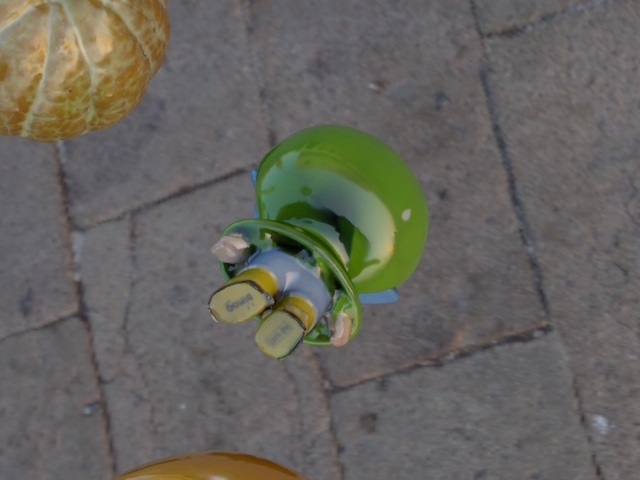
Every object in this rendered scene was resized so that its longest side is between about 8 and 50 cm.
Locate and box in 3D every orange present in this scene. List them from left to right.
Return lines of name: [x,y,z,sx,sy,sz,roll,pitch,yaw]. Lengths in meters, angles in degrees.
orange: [-0.347,-0.285,1.725,0.329,0.249,0.329,4,75,-16]

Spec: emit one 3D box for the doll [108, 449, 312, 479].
doll: [-0.022,0.213,0.690,0.236,0.213,0.213,1,81,13]

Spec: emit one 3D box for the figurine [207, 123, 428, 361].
figurine: [0.000,0.000,1.112,0.162,0.263,0.143,35,123,1]
